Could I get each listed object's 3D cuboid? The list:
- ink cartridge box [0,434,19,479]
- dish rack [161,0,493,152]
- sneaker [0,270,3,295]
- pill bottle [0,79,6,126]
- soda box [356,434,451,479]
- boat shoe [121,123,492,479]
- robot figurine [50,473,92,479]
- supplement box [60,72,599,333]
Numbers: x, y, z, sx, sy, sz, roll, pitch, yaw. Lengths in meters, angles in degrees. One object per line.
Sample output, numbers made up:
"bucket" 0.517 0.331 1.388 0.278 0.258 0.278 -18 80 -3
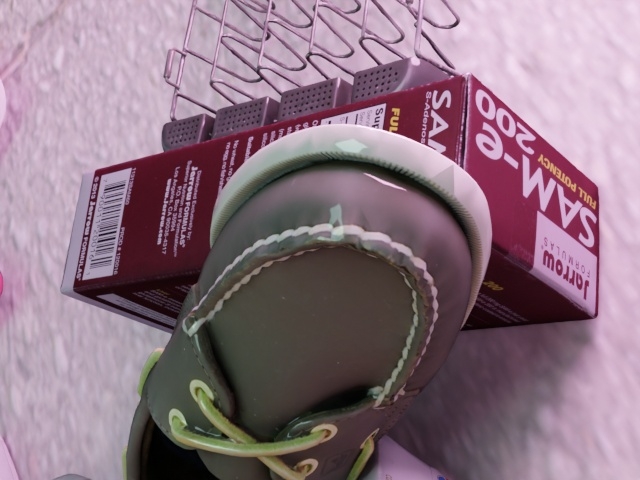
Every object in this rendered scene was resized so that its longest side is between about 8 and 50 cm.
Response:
"ink cartridge box" -0.312 0.208 0.676 0.191 0.139 0.082 -47 49 16
"dish rack" 0.004 -0.164 0.614 0.208 0.074 0.272 -8 66 37
"sneaker" -0.356 -0.009 0.830 0.299 0.121 0.112 18 57 36
"pill bottle" -0.362 -0.136 0.879 0.216 0.121 0.121 22 87 43
"soda box" -0.007 0.197 0.450 0.069 0.074 0.216 33 97 -1
"boat shoe" -0.020 0.064 0.425 0.305 0.109 0.091 122 172 -58
"robot figurine" -0.259 0.252 0.528 0.353 0.300 0.200 -26 12 3
"supplement box" 0.000 0.000 0.504 0.239 0.130 0.073 -9 66 37
